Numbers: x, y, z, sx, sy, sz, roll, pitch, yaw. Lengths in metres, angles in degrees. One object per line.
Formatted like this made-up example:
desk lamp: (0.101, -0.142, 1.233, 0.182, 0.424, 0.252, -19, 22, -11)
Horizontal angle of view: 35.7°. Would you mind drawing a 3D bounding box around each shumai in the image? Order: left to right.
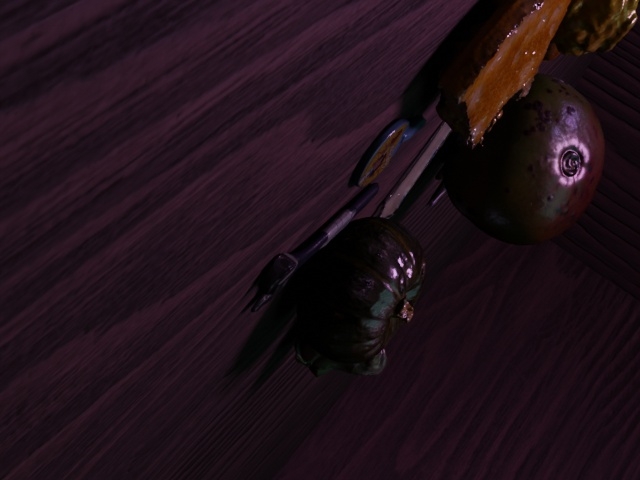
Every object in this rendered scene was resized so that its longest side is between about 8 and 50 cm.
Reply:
shumai: (0.015, 0.140, 1.608, 0.142, 0.184, 0.184, -23, 167, -2)

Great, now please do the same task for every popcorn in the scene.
popcorn: (0.402, -0.375, 1.500, 0.197, 0.155, 0.198, 22, 90, -88)

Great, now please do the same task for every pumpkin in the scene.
pumpkin: (0.060, 0.072, 1.401, 0.224, 0.157, 0.224, -53, 160, -29)

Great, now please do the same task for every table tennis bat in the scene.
table tennis bat: (0.090, -0.122, 1.289, 0.155, 0.019, 0.100, -41, 163, -42)

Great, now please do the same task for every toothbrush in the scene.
toothbrush: (0.125, -0.076, 1.570, 0.294, 0.026, 0.028, -54, -172, 1)

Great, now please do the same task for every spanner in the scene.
spanner: (0.000, 0.000, 1.281, 0.316, 0.024, 0.087, -43, 166, -52)

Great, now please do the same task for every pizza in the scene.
pizza: (0.234, -0.246, 1.335, 0.323, 0.089, 0.223, -46, 161, -31)

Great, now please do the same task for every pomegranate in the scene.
pomegranate: (0.323, -0.157, 1.714, 0.290, 0.323, 0.291, -22, 131, -27)

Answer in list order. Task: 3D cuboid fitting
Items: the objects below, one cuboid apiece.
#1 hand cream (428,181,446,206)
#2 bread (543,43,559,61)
hand cream: (0.301, -0.162, 2.037, 0.235, 0.055, 0.086, -52, 170, 34)
bread: (0.404, -0.391, 1.656, 0.189, 0.077, 0.114, -60, -172, 25)
